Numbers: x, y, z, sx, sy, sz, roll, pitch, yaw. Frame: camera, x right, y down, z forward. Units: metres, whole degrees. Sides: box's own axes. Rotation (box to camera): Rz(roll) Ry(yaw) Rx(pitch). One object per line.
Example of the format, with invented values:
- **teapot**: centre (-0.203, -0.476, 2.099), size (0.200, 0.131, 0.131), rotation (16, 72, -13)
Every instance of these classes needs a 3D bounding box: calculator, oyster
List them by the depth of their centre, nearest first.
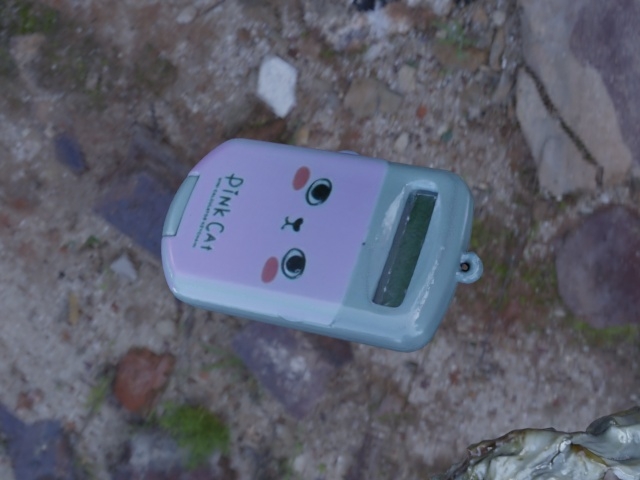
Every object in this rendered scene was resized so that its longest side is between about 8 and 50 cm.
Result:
- **calculator**: centre (0.000, 0.000, 0.910), size (0.246, 0.141, 0.045), rotation (12, 157, 22)
- **oyster**: centre (0.234, 0.245, 1.371), size (0.354, 0.201, 0.107), rotation (-27, 94, 4)
